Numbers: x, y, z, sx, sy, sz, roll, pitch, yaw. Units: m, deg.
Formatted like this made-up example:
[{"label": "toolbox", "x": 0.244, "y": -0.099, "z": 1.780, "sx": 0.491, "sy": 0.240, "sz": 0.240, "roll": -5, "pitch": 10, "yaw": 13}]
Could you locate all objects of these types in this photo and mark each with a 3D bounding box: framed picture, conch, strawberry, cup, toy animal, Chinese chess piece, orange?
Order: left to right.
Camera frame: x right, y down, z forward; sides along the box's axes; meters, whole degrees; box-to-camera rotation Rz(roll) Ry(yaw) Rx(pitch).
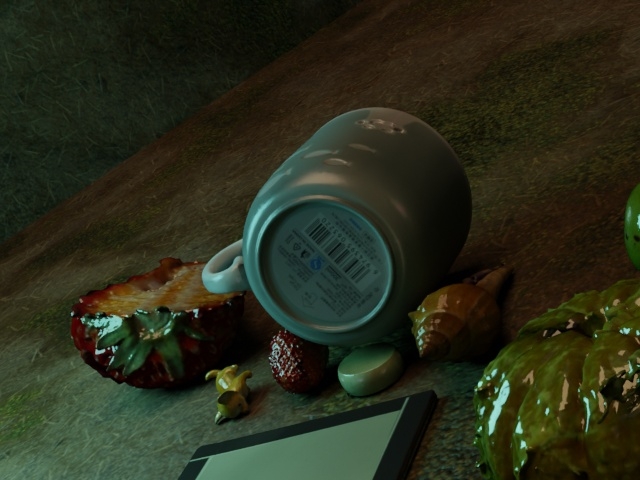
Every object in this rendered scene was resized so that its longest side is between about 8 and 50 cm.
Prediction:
[{"label": "strawberry", "x": -0.238, "y": 0.131, "z": 2.067, "sx": 0.253, "sy": 0.150, "sz": 0.280, "roll": -9, "pitch": 14, "yaw": -10}, {"label": "toy animal", "x": -0.126, "y": 0.202, "z": 1.851, "sx": 0.081, "sy": 0.060, "sz": 0.083, "roll": 22, "pitch": 35, "yaw": 11}, {"label": "framed picture", "x": -0.048, "y": 0.281, "z": 1.597, "sx": 0.347, "sy": 0.016, "sz": 0.265, "roll": -17, "pitch": 21, "yaw": 26}, {"label": "strawberry", "x": -0.028, "y": 0.157, "z": 1.803, "sx": 0.083, "sy": 0.083, "sz": 0.096, "roll": -22, "pitch": 23, "yaw": 17}, {"label": "cup", "x": 0.000, "y": 0.000, "z": 1.825, "sx": 0.356, "sy": 0.259, "sz": 0.274, "roll": -17, "pitch": 12, "yaw": 22}, {"label": "Chinese chess piece", "x": 0.063, "y": 0.160, "z": 1.738, "sx": 0.084, "sy": 0.034, "sz": 0.084, "roll": -22, "pitch": 18, "yaw": 8}, {"label": "conch", "x": 0.181, "y": 0.092, "z": 1.696, "sx": 0.109, "sy": 0.093, "sz": 0.330, "roll": -38, "pitch": -8, "yaw": 27}, {"label": "orange", "x": 0.268, "y": 0.156, "z": 1.180, "sx": 0.300, "sy": 0.223, "sz": 0.301, "roll": -27, "pitch": 12, "yaw": -35}]

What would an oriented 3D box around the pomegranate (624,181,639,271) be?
[{"label": "pomegranate", "x": 0.422, "y": -0.011, "z": 1.569, "sx": 0.156, "sy": 0.156, "sz": 0.220, "roll": -21, "pitch": -12, "yaw": 18}]
